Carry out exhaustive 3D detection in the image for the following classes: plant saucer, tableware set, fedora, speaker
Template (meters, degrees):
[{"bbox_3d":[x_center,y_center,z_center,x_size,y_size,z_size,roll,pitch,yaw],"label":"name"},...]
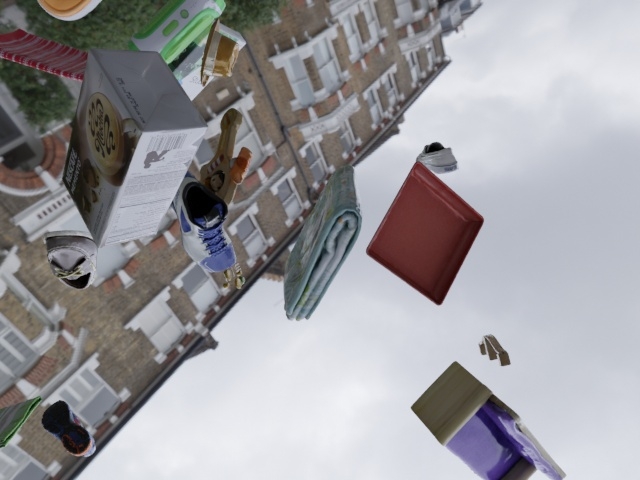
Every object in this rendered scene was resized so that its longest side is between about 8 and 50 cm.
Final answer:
[{"bbox_3d":[0.250,-0.014,1.114,0.259,0.258,0.047,-60,-158,-11],"label":"plant saucer"},{"bbox_3d":[-0.371,0.162,1.947,0.024,0.104,0.154,-18,-172,20],"label":"tableware set"},{"bbox_3d":[-0.269,-0.498,1.243,0.079,0.194,0.194,16,-147,-12],"label":"fedora"},{"bbox_3d":[-0.422,-0.633,1.350,0.296,0.131,0.131,-42,-147,4],"label":"speaker"}]

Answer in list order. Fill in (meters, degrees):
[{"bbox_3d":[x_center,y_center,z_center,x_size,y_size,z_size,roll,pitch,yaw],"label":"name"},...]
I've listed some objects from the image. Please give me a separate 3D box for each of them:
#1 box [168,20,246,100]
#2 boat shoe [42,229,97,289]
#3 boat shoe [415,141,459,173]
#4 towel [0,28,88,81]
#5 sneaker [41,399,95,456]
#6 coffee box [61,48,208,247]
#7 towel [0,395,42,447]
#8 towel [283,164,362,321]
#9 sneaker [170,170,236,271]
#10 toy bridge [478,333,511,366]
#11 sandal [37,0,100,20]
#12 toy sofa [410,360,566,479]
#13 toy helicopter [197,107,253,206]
[{"bbox_3d":[-0.431,-0.620,1.601,0.322,0.058,0.232,-39,178,21],"label":"box"},{"bbox_3d":[-0.625,0.052,1.159,0.116,0.097,0.324,1,165,-22],"label":"boat shoe"},{"bbox_3d":[0.371,-0.277,1.497,0.096,0.088,0.267,-14,-164,3],"label":"boat shoe"},{"bbox_3d":[-0.725,-0.498,1.230,0.274,0.031,0.199,16,-148,-7],"label":"towel"},{"bbox_3d":[-0.736,0.557,1.341,0.221,0.087,0.083,33,-123,30],"label":"sneaker"},{"bbox_3d":[-0.325,-0.143,0.774,0.118,0.168,0.297,-20,160,-46],"label":"coffee box"},{"bbox_3d":[-0.607,0.345,0.846,0.151,0.023,0.113,-21,-155,12],"label":"towel"},{"bbox_3d":[0.000,0.000,1.266,0.375,0.090,0.321,-61,-165,26],"label":"towel"},{"bbox_3d":[-0.320,-0.037,1.264,0.127,0.316,0.182,-32,-151,-23],"label":"sneaker"},{"bbox_3d":[0.435,0.272,1.170,0.026,0.063,0.188,-13,174,3],"label":"toy bridge"},{"bbox_3d":[-0.257,-0.375,0.543,0.265,0.102,0.076,-48,-160,14],"label":"sandal"},{"bbox_3d":[0.373,0.446,1.008,0.150,0.362,0.177,-44,-148,-3],"label":"toy sofa"},{"bbox_3d":[-0.294,-0.255,1.426,0.234,0.140,0.355,-7,-112,43],"label":"toy helicopter"}]
